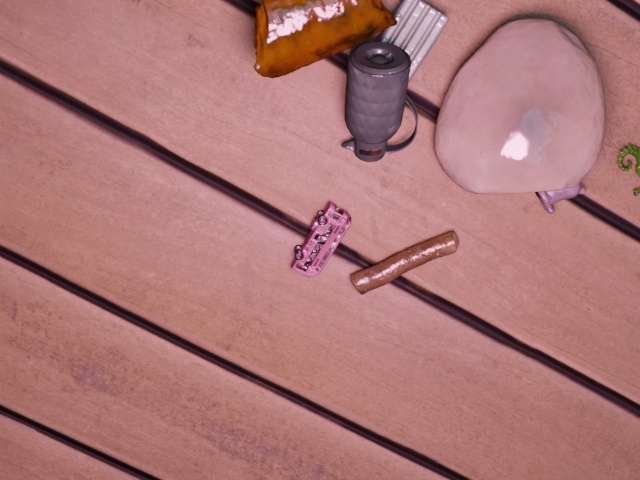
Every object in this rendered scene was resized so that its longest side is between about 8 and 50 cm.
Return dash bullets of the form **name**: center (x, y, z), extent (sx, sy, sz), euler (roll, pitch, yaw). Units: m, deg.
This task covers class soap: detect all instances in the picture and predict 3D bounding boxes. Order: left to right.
- **soap**: center (0.205, -0.480, 1.702), extent (0.119, 0.066, 0.198), euler (31, 103, -7)

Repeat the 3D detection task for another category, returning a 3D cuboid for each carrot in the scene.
- **carrot**: center (-0.020, -0.528, 1.598), extent (0.341, 0.241, 0.241), euler (-21, 105, 2)

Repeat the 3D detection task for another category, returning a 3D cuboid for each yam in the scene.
- **yam**: center (0.223, 0.056, 1.855), extent (0.300, 0.066, 0.066), euler (-26, 104, 6)

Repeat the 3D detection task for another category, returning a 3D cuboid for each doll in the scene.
- **doll**: center (0.836, -0.173, 1.811), extent (0.115, 0.050, 0.190), euler (-44, 100, 3)

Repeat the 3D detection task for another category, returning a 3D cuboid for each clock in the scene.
- **clock**: center (0.589, -0.168, 1.790), extent (0.117, 0.080, 0.176), euler (-32, 105, 8)

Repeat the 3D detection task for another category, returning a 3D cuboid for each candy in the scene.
- **candy**: center (0.474, -0.309, 1.662), extent (0.387, 0.186, 0.426), euler (12, 93, 12)

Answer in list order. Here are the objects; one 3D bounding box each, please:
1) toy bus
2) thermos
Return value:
- **toy bus**: center (0.000, 0.000, 1.836), extent (0.090, 0.063, 0.203), euler (28, 105, -12)
- **thermos**: center (0.144, -0.315, 1.676), extent (0.182, 0.144, 0.286), euler (5, 137, 4)
